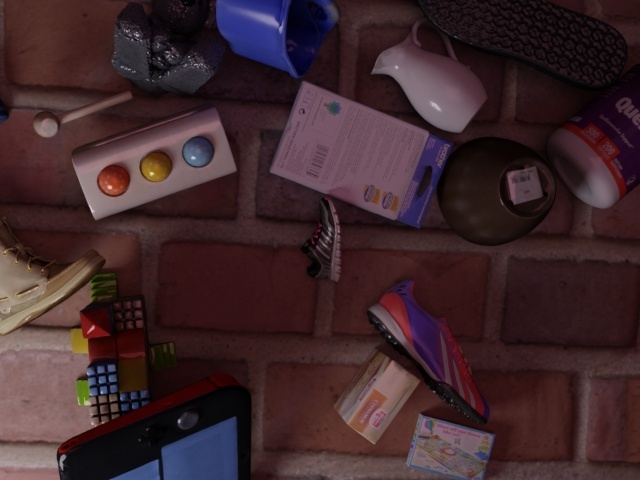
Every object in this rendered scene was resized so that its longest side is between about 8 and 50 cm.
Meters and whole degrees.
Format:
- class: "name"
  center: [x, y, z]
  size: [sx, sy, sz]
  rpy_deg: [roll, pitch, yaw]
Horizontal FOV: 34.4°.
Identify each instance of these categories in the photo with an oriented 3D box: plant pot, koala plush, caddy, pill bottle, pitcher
- class: "plant pot"
  center: [0.347, -0.095, 1.919]
  size: [0.215, 0.230, 0.216]
  rpy_deg: [0, 91, -7]
- class: "koala plush"
  center: [-0.271, -0.394, 1.886]
  size: [0.196, 0.203, 0.221]
  rpy_deg: [21, 67, -16]
- class: "caddy"
  center: [-0.050, -0.428, 1.823]
  size: [0.179, 0.341, 0.241]
  rpy_deg: [18, 86, 9]
- class: "pill bottle"
  center: [0.602, -0.220, 1.973]
  size: [0.323, 0.181, 0.181]
  rpy_deg: [-39, 95, -5]
- class: "pitcher"
  center: [0.227, -0.318, 1.965]
  size: [0.207, 0.125, 0.178]
  rpy_deg: [39, 71, 5]

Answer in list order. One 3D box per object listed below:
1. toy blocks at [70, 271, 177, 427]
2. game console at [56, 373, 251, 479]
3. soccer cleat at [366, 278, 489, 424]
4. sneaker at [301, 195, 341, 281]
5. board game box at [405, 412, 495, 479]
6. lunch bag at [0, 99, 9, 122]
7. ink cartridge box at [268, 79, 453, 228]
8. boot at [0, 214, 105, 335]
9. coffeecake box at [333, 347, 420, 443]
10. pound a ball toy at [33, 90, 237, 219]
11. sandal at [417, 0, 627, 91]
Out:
- class: "toy blocks"
  center: [-0.350, 0.252, 1.824]
  size: [0.190, 0.261, 0.382]
  rpy_deg: [-6, 92, -7]
- class: "game console"
  center: [-0.274, 0.421, 1.791]
  size: [0.342, 0.060, 0.387]
  rpy_deg: [-23, 135, -29]
- class: "soccer cleat"
  center: [0.230, 0.216, 1.976]
  size: [0.116, 0.108, 0.318]
  rpy_deg: [-43, 93, -8]
- class: "sneaker"
  center: [0.000, 0.000, 1.951]
  size: [0.074, 0.063, 0.171]
  rpy_deg: [-4, 110, -4]
- class: "board game box"
  center: [0.255, 0.408, 2.018]
  size: [0.154, 0.026, 0.104]
  rpy_deg: [16, 89, -7]
- class: "lunch bag"
  center: [-0.621, -0.224, 1.879]
  size: [0.098, 0.067, 0.065]
  rpy_deg: [-29, 94, -5]
- class: "ink cartridge box"
  center: [0.076, -0.160, 1.969]
  size: [0.311, 0.065, 0.186]
  rpy_deg: [21, 90, -4]
- class: "boot"
  center: [-0.528, 0.031, 1.852]
  size: [0.262, 0.095, 0.203]
  rpy_deg: [-31, 92, 25]
- class: "coffeecake box"
  center: [0.101, 0.284, 1.917]
  size: [0.068, 0.185, 0.142]
  rpy_deg: [37, 86, -6]
- class: "pound a ball toy"
  center: [-0.333, -0.170, 1.858]
  size: [0.319, 0.136, 0.208]
  rpy_deg: [-19, 109, -7]
- class: "sandal"
  center: [0.363, -0.409, 1.971]
  size: [0.445, 0.107, 0.168]
  rpy_deg: [29, 87, -1]
